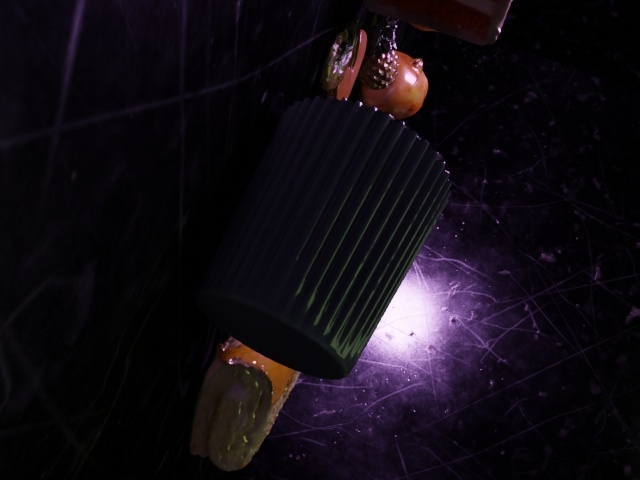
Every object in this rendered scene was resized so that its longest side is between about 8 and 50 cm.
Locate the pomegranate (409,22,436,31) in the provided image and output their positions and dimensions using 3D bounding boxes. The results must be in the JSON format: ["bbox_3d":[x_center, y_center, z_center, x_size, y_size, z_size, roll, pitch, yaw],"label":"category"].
[{"bbox_3d":[0.354,-0.740,1.918,0.307,0.307,0.307,21,90,-86],"label":"pomegranate"}]

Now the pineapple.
[{"bbox_3d":[0.157,-0.500,1.668,0.237,0.111,0.119,101,-9,-45],"label":"pineapple"}]

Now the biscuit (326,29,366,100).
[{"bbox_3d":[0.062,-0.384,1.494,0.186,0.036,0.192,22,88,-84],"label":"biscuit"}]

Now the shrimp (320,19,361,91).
[{"bbox_3d":[0.036,-0.367,1.287,0.099,0.041,0.180,78,32,-56],"label":"shrimp"}]

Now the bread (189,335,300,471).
[{"bbox_3d":[-0.134,0.269,1.366,0.375,0.165,0.237,-52,160,-71],"label":"bread"}]

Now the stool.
[{"bbox_3d":[0.001,0.006,0.999,0.330,0.297,0.297,-62,174,-23],"label":"stool"}]

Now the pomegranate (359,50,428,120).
[{"bbox_3d":[0.212,-0.453,1.955,0.209,0.209,0.209,21,90,-86],"label":"pomegranate"}]

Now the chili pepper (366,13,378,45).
[{"bbox_3d":[0.158,-0.575,1.714,0.051,0.050,0.202,-9,131,-41],"label":"chili pepper"}]

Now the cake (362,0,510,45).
[{"bbox_3d":[0.271,-0.580,1.377,0.237,0.308,0.230,98,11,-60],"label":"cake"}]
